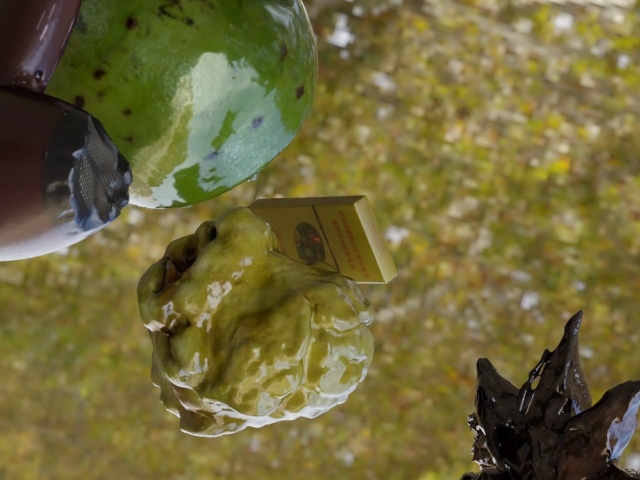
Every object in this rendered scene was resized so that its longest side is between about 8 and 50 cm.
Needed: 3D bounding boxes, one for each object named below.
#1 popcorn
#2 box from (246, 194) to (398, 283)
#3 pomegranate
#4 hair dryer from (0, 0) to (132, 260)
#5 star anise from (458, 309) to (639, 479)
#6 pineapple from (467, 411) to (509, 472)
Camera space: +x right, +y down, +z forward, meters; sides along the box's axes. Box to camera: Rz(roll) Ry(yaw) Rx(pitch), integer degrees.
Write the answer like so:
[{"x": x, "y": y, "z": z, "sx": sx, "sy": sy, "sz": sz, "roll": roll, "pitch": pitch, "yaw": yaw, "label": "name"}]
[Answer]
[{"x": -0.063, "y": 0.070, "z": 1.720, "sx": 0.226, "sy": 0.200, "sz": 0.203, "roll": -173, "pitch": -112, "yaw": -72, "label": "popcorn"}, {"x": 0.000, "y": 0.000, "z": 1.819, "sx": 0.155, "sy": 0.087, "sz": 0.023, "roll": 0, "pitch": -149, "yaw": 48, "label": "box"}, {"x": -0.156, "y": -0.129, "z": 1.603, "sx": 0.341, "sy": 0.260, "sz": 0.260, "roll": -47, "pitch": -169, "yaw": -20, "label": "pomegranate"}, {"x": -0.252, "y": -0.152, "z": 1.409, "sx": 0.312, "sy": 0.123, "sz": 0.340, "roll": 7, "pitch": -110, "yaw": 28, "label": "hair dryer"}, {"x": 0.172, "y": 0.191, "z": 1.470, "sx": 0.272, "sy": 0.102, "sz": 0.272, "roll": 10, "pitch": -77, "yaw": 51, "label": "star anise"}, {"x": 0.231, "y": 0.245, "z": 1.891, "sx": 0.103, "sy": 0.221, "sz": 0.083, "roll": -51, "pitch": 177, "yaw": -3, "label": "pineapple"}]
